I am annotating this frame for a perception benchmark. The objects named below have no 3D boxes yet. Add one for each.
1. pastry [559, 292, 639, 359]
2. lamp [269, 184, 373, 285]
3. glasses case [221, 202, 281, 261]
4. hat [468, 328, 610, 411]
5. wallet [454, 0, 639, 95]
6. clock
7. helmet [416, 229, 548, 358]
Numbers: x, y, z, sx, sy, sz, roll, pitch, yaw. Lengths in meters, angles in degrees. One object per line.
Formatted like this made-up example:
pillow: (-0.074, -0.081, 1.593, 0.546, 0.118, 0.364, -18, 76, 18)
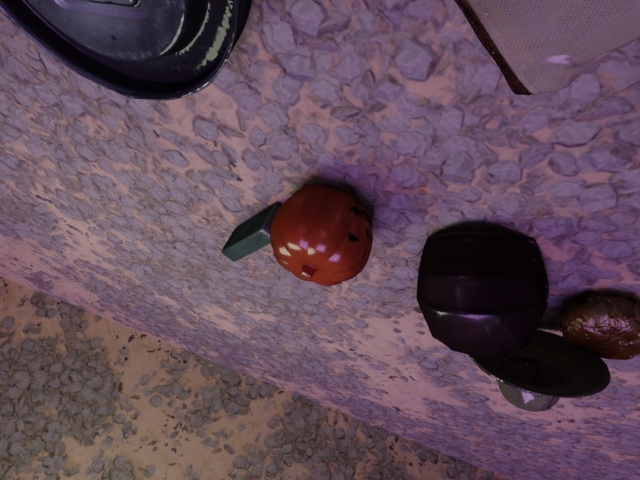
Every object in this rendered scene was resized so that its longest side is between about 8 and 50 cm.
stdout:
pastry: (0.520, 0.158, 0.776, 0.153, 0.081, 0.153, 18, 150, 11)
lamp: (0.000, 0.000, 0.766, 0.188, 0.163, 0.187, 16, 149, 10)
glasses case: (-0.141, -0.014, 0.899, 0.039, 0.077, 0.184, 40, 142, -22)
hat: (0.411, 0.272, 0.833, 0.252, 0.252, 0.109, 6, 107, 22)
wallet: (0.205, -0.280, 0.352, 0.335, 0.068, 0.275, 34, 149, -29)
clock: (-0.263, -0.348, 0.496, 0.387, 0.076, 0.386, 14, 146, 10)
helmet: (0.291, 0.124, 0.774, 0.225, 0.177, 0.305, -4, 138, 30)
